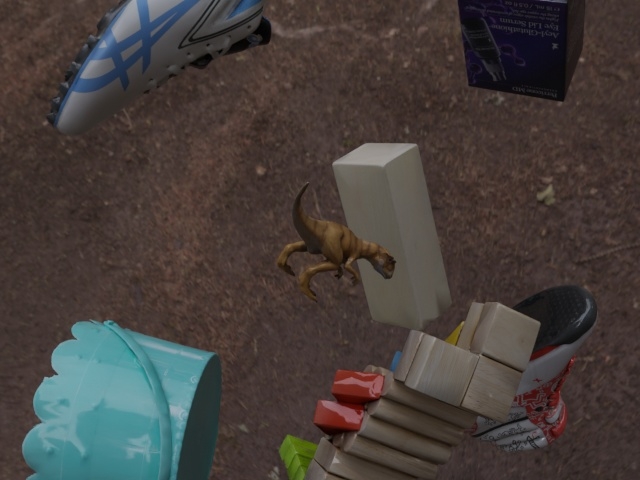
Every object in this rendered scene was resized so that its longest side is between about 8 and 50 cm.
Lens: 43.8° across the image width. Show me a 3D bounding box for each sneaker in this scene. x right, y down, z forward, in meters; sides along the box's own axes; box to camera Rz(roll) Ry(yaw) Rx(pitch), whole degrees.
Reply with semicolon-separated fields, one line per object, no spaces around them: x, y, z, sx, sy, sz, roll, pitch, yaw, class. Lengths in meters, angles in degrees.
-0.091;-0.150;0.563;0.237;0.085;0.086;-43;103;-8;sneaker
0.263;0.163;0.957;0.145;0.270;0.090;31;38;-17;sneaker

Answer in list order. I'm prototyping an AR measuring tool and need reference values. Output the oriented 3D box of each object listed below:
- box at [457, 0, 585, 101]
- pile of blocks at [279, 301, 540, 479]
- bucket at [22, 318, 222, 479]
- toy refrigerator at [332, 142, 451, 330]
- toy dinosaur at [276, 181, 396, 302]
0.288;-0.311;1.129;0.153;0.207;0.108;14;65;24;box
0.033;0.162;0.698;0.112;0.362;0.149;25;29;-17;pile of blocks
-0.243;0.251;1.031;0.183;0.281;0.281;7;65;4;bucket
0.114;-0.008;1.204;0.102;0.270;0.094;7;31;45;toy refrigerator
0.000;0.000;0.868;0.112;0.211;0.064;-47;50;13;toy dinosaur
